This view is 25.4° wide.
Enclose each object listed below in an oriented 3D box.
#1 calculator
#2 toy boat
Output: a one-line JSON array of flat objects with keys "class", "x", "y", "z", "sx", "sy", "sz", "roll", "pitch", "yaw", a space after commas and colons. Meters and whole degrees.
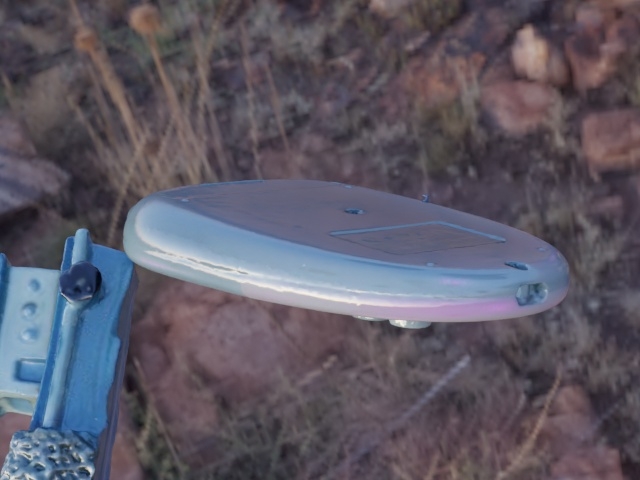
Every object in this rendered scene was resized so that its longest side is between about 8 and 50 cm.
[{"class": "calculator", "x": 0.000, "y": 0.000, "z": 0.787, "sx": 0.186, "sy": 0.041, "sz": 0.299, "roll": -6, "pitch": 15, "yaw": -42}, {"class": "toy boat", "x": -0.167, "y": 0.112, "z": 0.817, "sx": 0.098, "sy": 0.109, "sz": 0.237, "roll": 6, "pitch": 70, "yaw": 0}]
